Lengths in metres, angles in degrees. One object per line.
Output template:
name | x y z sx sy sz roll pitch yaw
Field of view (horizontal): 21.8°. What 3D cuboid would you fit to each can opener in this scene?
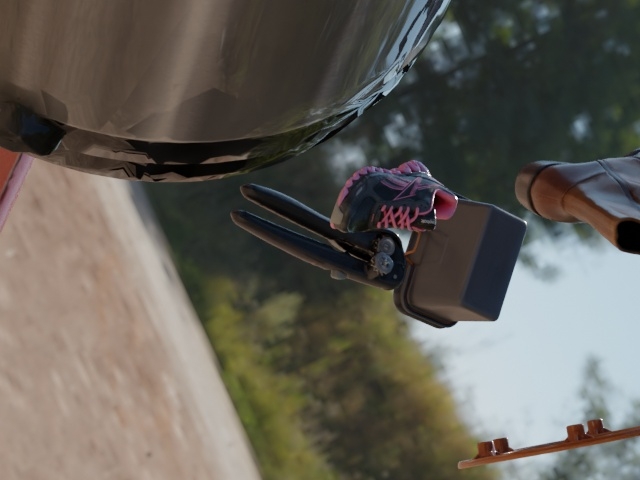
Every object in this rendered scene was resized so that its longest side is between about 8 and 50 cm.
can opener | 0.000 0.000 1.476 0.073 0.186 0.059 -9 -113 54

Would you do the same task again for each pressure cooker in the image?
pressure cooker | -0.078 -0.233 0.831 0.420 0.370 0.375 116 -16 -59

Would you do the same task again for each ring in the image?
ring | 0.335 0.242 2.087 0.336 0.336 0.032 86 -7 -81

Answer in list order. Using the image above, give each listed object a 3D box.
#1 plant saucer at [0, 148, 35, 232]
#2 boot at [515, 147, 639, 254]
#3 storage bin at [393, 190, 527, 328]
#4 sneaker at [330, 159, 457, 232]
plant saucer | -0.395 -0.117 1.855 0.258 0.259 0.047 23 -1 42
boot | 0.385 -0.045 1.839 0.280 0.264 0.096 -148 -116 -69
storage bin | 0.140 0.017 1.639 0.098 0.135 0.091 24 -11 -32
sneaker | 0.057 -0.025 1.211 0.057 0.119 0.047 37 -55 27
